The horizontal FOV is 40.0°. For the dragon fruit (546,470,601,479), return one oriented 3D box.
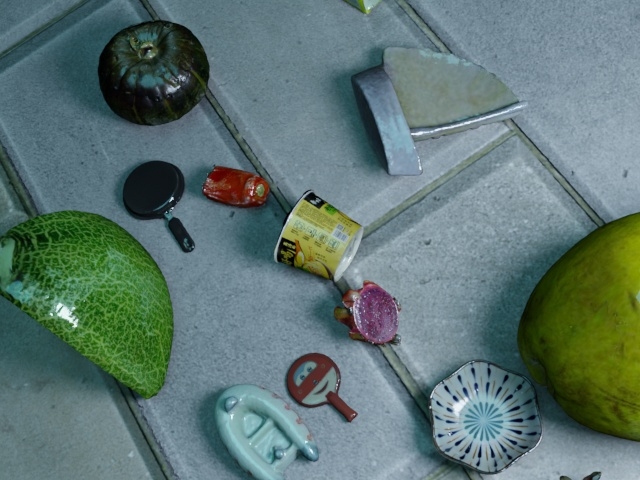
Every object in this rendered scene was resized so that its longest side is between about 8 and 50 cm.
[{"bbox_3d":[0.401,0.434,1.338,0.130,0.121,0.142,25,44,-11],"label":"dragon fruit"}]

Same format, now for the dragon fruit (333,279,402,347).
[{"bbox_3d":[0.082,0.131,1.560,0.068,0.126,0.112,-15,63,54],"label":"dragon fruit"}]

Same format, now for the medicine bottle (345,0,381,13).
[{"bbox_3d":[0.039,-0.605,1.844,0.250,0.141,0.137,37,83,24],"label":"medicine bottle"}]

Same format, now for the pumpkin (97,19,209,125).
[{"bbox_3d":[-0.348,-0.350,1.818,0.238,0.159,0.238,-7,62,13],"label":"pumpkin"}]

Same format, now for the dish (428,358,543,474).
[{"bbox_3d":[0.272,0.297,1.452,0.191,0.066,0.190,-4,65,9],"label":"dish"}]

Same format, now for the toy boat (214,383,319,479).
[{"bbox_3d":[-0.103,0.333,1.521,0.134,0.079,0.208,-44,67,-4],"label":"toy boat"}]

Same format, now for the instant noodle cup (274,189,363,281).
[{"bbox_3d":[0.000,0.000,1.602,0.122,0.151,0.151,29,77,14],"label":"instant noodle cup"}]

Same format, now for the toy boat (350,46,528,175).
[{"bbox_3d":[0.196,-0.267,1.695,0.293,0.111,0.276,-29,63,-14],"label":"toy boat"}]

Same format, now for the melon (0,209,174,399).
[{"bbox_3d":[-0.423,0.101,1.554,0.226,0.343,0.331,-8,69,14],"label":"melon"}]

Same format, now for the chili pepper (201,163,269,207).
[{"bbox_3d":[-0.164,-0.102,1.722,0.123,0.073,0.070,13,113,20],"label":"chili pepper"}]

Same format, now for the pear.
[{"bbox_3d":[0.509,0.124,1.331,0.413,0.352,0.352,-28,64,11],"label":"pear"}]

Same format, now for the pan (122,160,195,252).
[{"bbox_3d":[-0.316,-0.070,1.765,0.136,0.028,0.235,-35,64,-2],"label":"pan"}]

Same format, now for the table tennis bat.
[{"bbox_3d":[0.006,0.265,1.557,0.098,0.019,0.155,-46,62,-8],"label":"table tennis bat"}]
